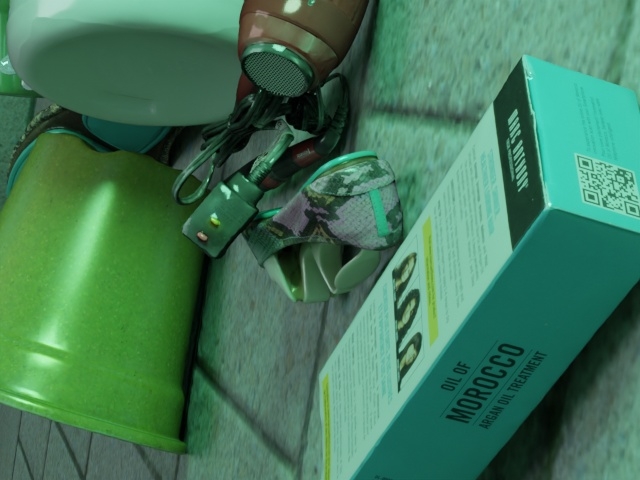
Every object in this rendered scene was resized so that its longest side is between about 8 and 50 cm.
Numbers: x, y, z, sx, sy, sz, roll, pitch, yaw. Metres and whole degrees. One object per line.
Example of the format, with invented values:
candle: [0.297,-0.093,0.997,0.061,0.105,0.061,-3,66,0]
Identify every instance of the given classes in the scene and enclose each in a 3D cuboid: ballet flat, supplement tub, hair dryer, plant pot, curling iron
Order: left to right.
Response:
plant pot: [-0.221,0.043,1.481,0.276,0.276,0.254,177,112,-73]
ballet flat: [-0.220,-0.149,1.745,0.483,0.164,0.182,-39,24,60]
supplement tub: [-0.136,-0.284,1.318,0.235,0.235,0.325,137,138,-65]
hair dryer: [-0.039,-0.140,1.102,0.293,0.080,0.223,-58,17,9]
curling iron: [-0.034,-0.069,1.237,0.274,0.035,0.068,143,137,-66]
ballet flat: [0.000,0.000,1.047,0.221,0.077,0.079,152,104,-69]

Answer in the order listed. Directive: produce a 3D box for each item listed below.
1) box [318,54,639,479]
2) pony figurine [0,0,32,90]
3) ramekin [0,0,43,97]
box: [0.071,0.037,0.743,0.100,0.060,0.244,-91,23,-44]
pony figurine: [-0.286,-0.360,1.733,0.351,0.303,0.363,-10,38,55]
ramekin: [-0.379,-0.295,2.050,0.303,0.303,0.148,-118,31,-63]
